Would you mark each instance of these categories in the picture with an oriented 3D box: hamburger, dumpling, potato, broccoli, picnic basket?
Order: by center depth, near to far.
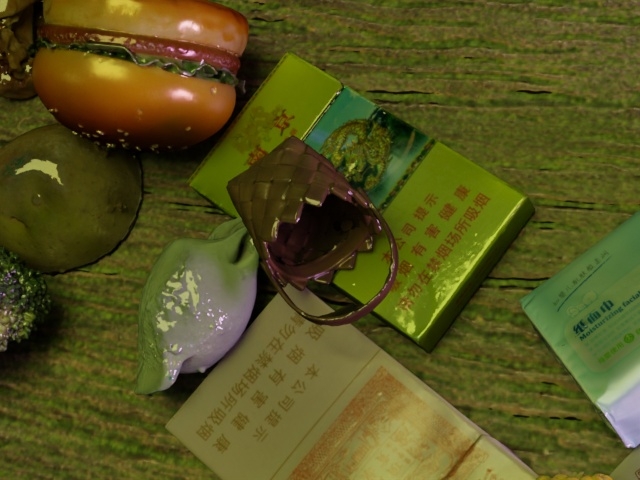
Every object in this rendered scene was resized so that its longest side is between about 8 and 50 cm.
[{"bbox_3d":[0.000,0.000,1.537,0.128,0.138,0.178,-35,59,9],"label":"picnic basket"},{"bbox_3d":[-0.142,0.057,1.618,0.153,0.108,0.219,14,64,43],"label":"dumpling"},{"bbox_3d":[-0.196,-0.179,1.695,0.246,0.246,0.170,9,89,24],"label":"hamburger"},{"bbox_3d":[-0.413,0.076,1.707,0.198,0.226,0.176,-97,27,-62],"label":"broccoli"},{"bbox_3d":[-0.309,-0.062,1.752,0.202,0.117,0.182,-2,71,20],"label":"potato"}]

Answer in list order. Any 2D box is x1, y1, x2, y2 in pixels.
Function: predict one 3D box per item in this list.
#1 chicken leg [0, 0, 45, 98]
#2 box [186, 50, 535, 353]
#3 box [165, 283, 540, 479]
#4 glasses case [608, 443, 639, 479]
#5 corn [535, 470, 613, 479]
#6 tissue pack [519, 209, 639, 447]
[{"bbox_3d":[-0.387,-0.368,1.904,0.295,0.182,0.409,-4,83,30],"label":"chicken leg"},{"bbox_3d":[0.036,-0.047,1.649,0.335,0.047,0.187,34,85,30],"label":"box"},{"bbox_3d":[0.037,0.217,1.535,0.365,0.051,0.204,38,85,29],"label":"box"},{"bbox_3d":[0.331,0.198,1.430,0.193,0.049,0.074,-44,58,1],"label":"glasses case"},{"bbox_3d":[0.224,0.323,1.377,0.093,0.093,0.244,-4,82,20],"label":"corn"},{"bbox_3d":[0.332,0.044,1.454,0.263,0.089,0.177,-36,42,3],"label":"tissue pack"}]
